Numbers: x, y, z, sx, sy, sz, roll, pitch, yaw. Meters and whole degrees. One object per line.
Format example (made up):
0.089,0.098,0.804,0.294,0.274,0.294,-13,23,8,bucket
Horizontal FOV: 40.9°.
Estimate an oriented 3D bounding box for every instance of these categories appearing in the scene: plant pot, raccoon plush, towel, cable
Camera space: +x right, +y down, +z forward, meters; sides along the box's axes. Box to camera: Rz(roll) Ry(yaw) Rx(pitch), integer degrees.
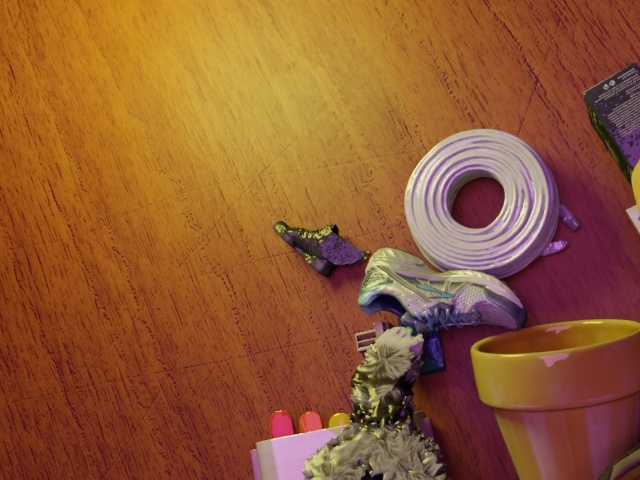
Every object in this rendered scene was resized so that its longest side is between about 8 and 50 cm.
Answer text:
0.367,0.256,1.271,0.254,0.254,0.239,-9,92,20,plant pot
0.124,0.395,1.302,0.216,0.299,0.446,11,47,25,raccoon plush
0.171,0.170,1.467,0.067,0.029,0.119,-16,74,19,towel
0.268,-0.058,1.443,0.257,0.089,0.257,-30,70,13,cable

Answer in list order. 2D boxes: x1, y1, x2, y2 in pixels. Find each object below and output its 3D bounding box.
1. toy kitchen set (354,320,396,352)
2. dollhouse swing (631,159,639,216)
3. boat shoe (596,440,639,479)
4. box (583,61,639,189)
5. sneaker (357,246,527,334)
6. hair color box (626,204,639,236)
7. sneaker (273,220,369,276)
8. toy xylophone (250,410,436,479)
0.091,0.182,1.466,0.075,0.083,0.068,-15,74,18,toy kitchen set
0.611,-0.129,1.234,0.315,0.347,0.305,-62,22,25,dollhouse swing
0.426,0.336,1.094,0.120,0.122,0.324,31,49,35,boat shoe
0.494,-0.169,1.340,0.093,0.156,0.158,-31,70,14,box
0.193,0.112,1.404,0.283,0.110,0.122,14,54,25,sneaker
0.560,0.006,1.335,0.093,0.053,0.167,-29,72,15,hair color box
-0.001,0.000,1.561,0.170,0.051,0.089,44,96,18,sneaker
0.038,0.394,1.409,0.322,0.081,0.236,-4,77,7,toy xylophone
